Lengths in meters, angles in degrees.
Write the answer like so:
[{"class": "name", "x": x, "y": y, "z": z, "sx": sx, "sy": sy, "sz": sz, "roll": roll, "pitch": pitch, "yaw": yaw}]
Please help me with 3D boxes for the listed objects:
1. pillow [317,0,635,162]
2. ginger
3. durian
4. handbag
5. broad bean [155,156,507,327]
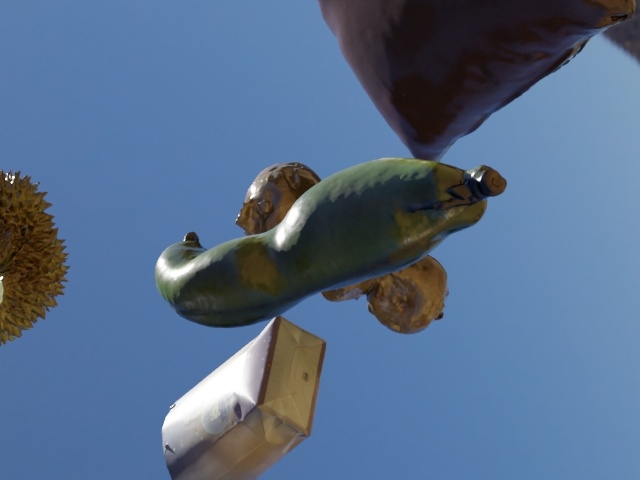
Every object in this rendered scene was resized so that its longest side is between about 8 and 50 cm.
[{"class": "pillow", "x": 0.078, "y": -0.237, "z": 1.138, "sx": 0.108, "sy": 0.308, "sz": 0.305, "roll": -31, "pitch": -94, "yaw": -31}, {"class": "ginger", "x": 0.025, "y": 0.008, "z": 1.235, "sx": 0.204, "sy": 0.080, "sz": 0.104, "roll": 36, "pitch": -146, "yaw": -5}, {"class": "durian", "x": -0.285, "y": 0.001, "z": 1.282, "sx": 0.102, "sy": 0.146, "sz": 0.208, "roll": 0, "pitch": -124, "yaw": -31}, {"class": "handbag", "x": -0.066, "y": 0.156, "z": 1.238, "sx": 0.095, "sy": 0.173, "sz": 0.117, "roll": 34, "pitch": -140, "yaw": -18}, {"class": "broad bean", "x": 0.000, "y": 0.000, "z": 0.704, "sx": 0.048, "sy": 0.214, "sz": 0.070, "roll": 50, "pitch": -140, "yaw": -35}]
